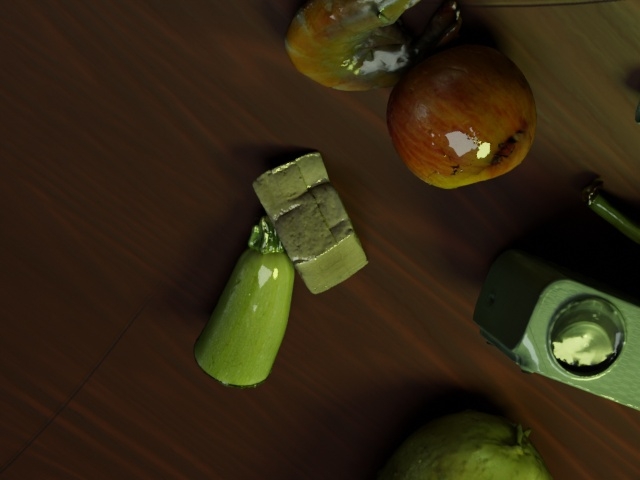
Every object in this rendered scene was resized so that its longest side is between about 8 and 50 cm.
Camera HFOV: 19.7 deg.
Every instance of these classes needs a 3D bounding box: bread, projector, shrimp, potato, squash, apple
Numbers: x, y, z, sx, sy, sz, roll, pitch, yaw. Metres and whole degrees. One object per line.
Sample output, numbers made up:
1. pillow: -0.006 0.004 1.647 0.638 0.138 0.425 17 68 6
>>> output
1. bread: -0.008 -0.016 1.933 0.077 0.105 0.152 -27 165 -2
2. projector: 0.299 0.107 1.879 0.250 0.198 0.108 22 94 -12
3. shrimp: 0.070 -0.212 1.702 0.150 0.068 0.248 19 143 -27
4. potato: 0.153 0.353 2.177 0.269 0.219 0.359 -3 129 1
5. squash: -0.075 0.055 2.003 0.094 0.094 0.224 14 131 -4
6. apple: 0.135 -0.111 1.724 0.146 0.146 0.146 6 137 5

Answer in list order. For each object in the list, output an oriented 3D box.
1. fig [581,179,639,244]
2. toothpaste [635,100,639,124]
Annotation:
1. fig: 0.381 0.019 1.829 0.259 0.151 0.151 10 138 7
2. toothpaste: 0.442 -0.080 1.782 0.297 0.048 0.075 19 134 -14
